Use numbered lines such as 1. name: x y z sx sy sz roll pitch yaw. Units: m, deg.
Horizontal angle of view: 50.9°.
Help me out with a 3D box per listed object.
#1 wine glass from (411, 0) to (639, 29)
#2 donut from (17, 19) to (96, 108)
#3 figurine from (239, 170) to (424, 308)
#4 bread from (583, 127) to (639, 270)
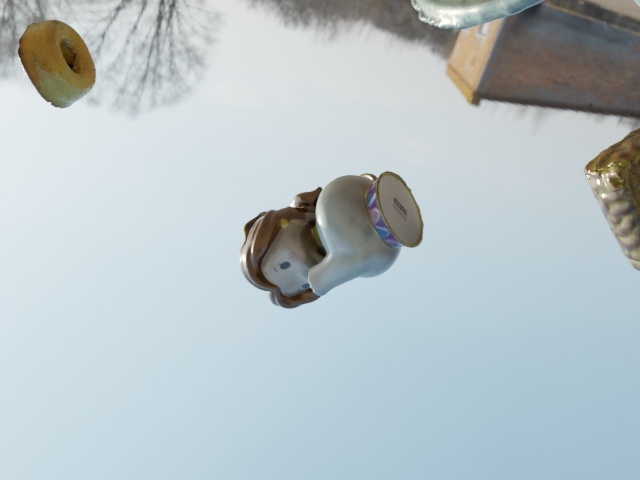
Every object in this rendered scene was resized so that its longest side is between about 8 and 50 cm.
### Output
1. wine glass: 0.262 -0.085 0.428 0.406 0.267 0.267 39 -170 -29
2. donut: -0.431 -0.297 1.120 0.058 0.151 0.152 -17 -163 13
3. figurine: 0.000 0.000 0.895 0.142 0.264 0.189 48 -140 -27
4. bread: 0.518 -0.067 1.028 0.222 0.181 0.096 56 168 -16
